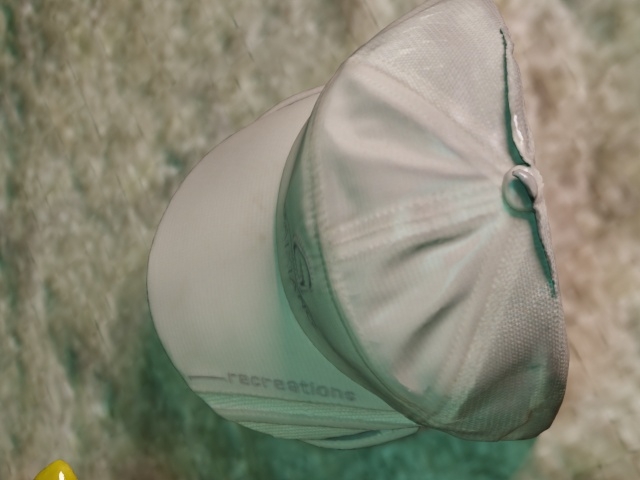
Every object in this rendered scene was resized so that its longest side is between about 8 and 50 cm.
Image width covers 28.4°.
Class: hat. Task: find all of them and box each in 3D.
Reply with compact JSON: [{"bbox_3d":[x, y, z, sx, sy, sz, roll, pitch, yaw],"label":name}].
[{"bbox_3d":[0.000,0.000,0.593,0.226,0.164,0.219,-13,83,15],"label":"hat"}]

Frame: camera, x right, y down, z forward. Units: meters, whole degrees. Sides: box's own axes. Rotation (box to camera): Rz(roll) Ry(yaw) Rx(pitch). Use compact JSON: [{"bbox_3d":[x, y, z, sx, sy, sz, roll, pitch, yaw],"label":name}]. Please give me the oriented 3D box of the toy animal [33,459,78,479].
[{"bbox_3d":[-0.190,0.211,0.744,0.230,0.156,0.156,-16,83,40],"label":"toy animal"}]
